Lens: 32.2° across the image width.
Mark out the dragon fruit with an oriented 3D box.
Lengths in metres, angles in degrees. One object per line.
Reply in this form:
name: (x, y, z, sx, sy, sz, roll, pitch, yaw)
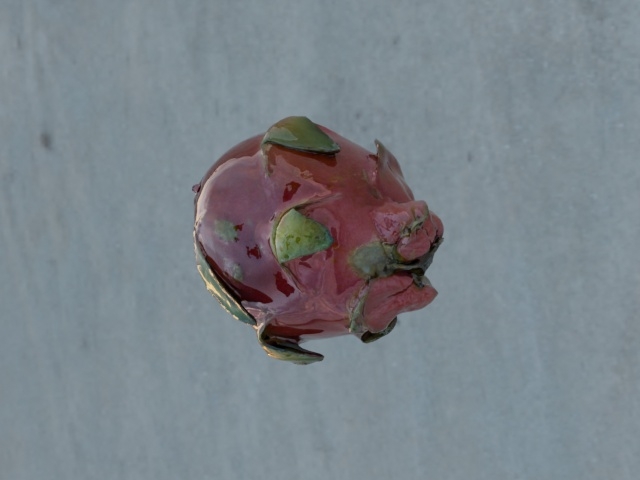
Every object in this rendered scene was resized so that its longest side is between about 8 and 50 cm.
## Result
dragon fruit: (-0.005, 0.000, 1.010, 0.227, 0.224, 0.224, 41, 131, 41)
